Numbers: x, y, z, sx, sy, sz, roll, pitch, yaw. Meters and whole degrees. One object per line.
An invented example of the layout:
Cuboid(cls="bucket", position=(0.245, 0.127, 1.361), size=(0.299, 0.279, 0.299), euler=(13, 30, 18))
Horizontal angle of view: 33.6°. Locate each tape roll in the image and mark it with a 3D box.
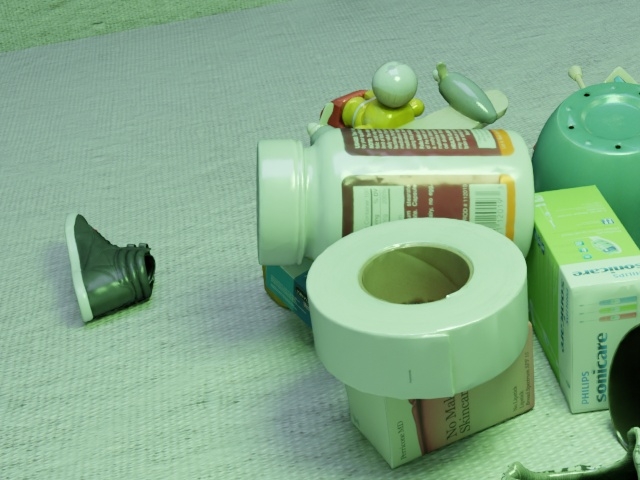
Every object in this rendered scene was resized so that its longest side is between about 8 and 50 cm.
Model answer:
Cuboid(cls="tape roll", position=(0.126, 0.081, 1.374), size=(0.286, 0.100, 0.286), euler=(-6, 30, 3))

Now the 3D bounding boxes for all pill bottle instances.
Cuboid(cls="pill bottle", position=(0.101, -0.056, 1.588), size=(0.392, 0.224, 0.224), euler=(0, 28, -4))

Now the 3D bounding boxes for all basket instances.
Cuboid(cls="basket", position=(0.509, 0.177, 1.348), size=(0.227, 0.204, 0.154), euler=(-6, 44, -19))

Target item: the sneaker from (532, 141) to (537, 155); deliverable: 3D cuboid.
Cuboid(cls="sneaker", position=(0.495, -0.187, 2.046), size=(0.087, 0.128, 0.221), euler=(-23, 33, -26))

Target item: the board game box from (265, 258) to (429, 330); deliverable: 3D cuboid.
Cuboid(cls="board game box", position=(0.121, 0.049, 1.698), size=(0.336, 0.079, 0.254), euler=(-26, 50, -29))

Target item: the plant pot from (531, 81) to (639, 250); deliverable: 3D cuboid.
Cuboid(cls="plant pot", position=(0.477, -0.112, 1.733), size=(0.293, 0.235, 0.293), euler=(-6, 45, 6))

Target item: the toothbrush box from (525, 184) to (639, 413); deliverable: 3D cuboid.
Cuboid(cls="toothbrush box", position=(0.377, 0.076, 1.520), size=(0.122, 0.206, 0.283), euler=(-7, 28, 1))

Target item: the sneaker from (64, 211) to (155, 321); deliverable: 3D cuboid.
Cuboid(cls="sneaker", position=(-0.377, 0.033, 1.910), size=(0.147, 0.104, 0.295), euler=(-13, 35, -12))

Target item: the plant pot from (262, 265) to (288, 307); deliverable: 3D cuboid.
Cuboid(cls="plant pot", position=(-0.046, 0.066, 1.783), size=(0.082, 0.081, 0.083), euler=(-16, 39, -15))

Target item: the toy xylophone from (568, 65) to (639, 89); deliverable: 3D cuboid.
Cuboid(cls="toy xylophone", position=(0.606, -0.246, 2.068), size=(0.081, 0.236, 0.322), euler=(-44, 28, 21))

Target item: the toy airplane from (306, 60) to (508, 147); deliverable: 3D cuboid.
Cuboid(cls="toy airplane", position=(0.160, -0.201, 2.010), size=(0.385, 0.272, 0.386), euler=(-1, 29, 11))

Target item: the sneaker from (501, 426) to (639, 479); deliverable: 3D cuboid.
Cuboid(cls="sneaker", position=(0.364, 0.278, 1.096), size=(0.410, 0.182, 0.158), euler=(-9, 28, -2))

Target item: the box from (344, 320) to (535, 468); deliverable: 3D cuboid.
Cuboid(cls="box", position=(0.161, 0.181, 1.442), size=(0.232, 0.148, 0.127), euler=(-20, 31, -19))
